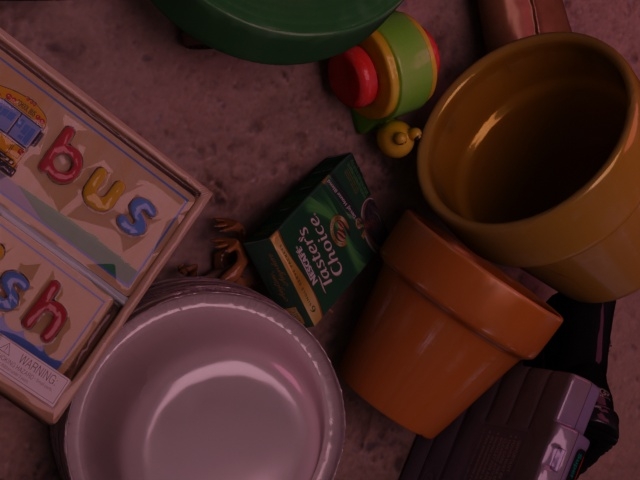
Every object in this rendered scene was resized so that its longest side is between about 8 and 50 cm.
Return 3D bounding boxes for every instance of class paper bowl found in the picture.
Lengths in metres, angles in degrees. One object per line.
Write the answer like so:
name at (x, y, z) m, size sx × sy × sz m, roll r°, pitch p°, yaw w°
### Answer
paper bowl at (-0.112, 0.185, 1.684) m, size 0.284 × 0.148 × 0.284 m, roll -3°, pitch 99°, yaw -19°

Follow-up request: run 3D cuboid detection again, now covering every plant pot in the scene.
plant pot at (0.123, 0.101, 1.851) m, size 0.205 × 0.205 × 0.188 m, roll 32°, pitch 96°, yaw -31°
plant pot at (0.269, -0.059, 1.882) m, size 0.239 × 0.254 × 0.254 m, roll 44°, pitch 68°, yaw -45°

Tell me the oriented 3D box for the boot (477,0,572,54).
boot at (0.191, -0.259, 1.938) m, size 0.236 × 0.089 × 0.270 m, roll -20°, pitch 106°, yaw -27°

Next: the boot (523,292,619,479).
boot at (0.255, 0.184, 1.984) m, size 0.094 × 0.246 × 0.207 m, roll 25°, pitch 44°, yaw -19°

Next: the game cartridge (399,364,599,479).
game cartridge at (0.159, 0.302, 1.860) m, size 0.068 × 0.230 × 0.355 m, roll 32°, pitch 76°, yaw -33°

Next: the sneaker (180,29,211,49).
sneaker at (-0.050, -0.238, 1.761) m, size 0.188 × 0.066 × 0.071 m, roll -6°, pitch 91°, yaw -9°

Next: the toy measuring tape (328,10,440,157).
toy measuring tape at (0.055, -0.246, 1.832) m, size 0.121 × 0.121 × 0.330 m, roll -21°, pitch 104°, yaw -31°

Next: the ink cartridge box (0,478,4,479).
ink cartridge box at (-0.322, 0.261, 1.603) m, size 0.052 × 0.122 × 0.088 m, roll 39°, pitch 72°, yaw -28°

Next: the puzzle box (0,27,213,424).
puzzle box at (-0.330, -0.057, 1.565) m, size 0.409 × 0.052 × 0.272 m, roll 37°, pitch 71°, yaw -14°

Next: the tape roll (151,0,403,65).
tape roll at (-0.046, -0.335, 1.713) m, size 0.321 × 0.077 × 0.321 m, roll 6°, pitch 71°, yaw -18°

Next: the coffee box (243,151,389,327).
coffee box at (0.000, 0.000, 1.816) m, size 0.184 × 0.040 × 0.113 m, roll -46°, pitch 118°, yaw -46°

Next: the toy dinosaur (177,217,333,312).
toy dinosaur at (-0.088, 0.037, 1.796) m, size 0.211 × 0.064 × 0.112 m, roll -13°, pitch 125°, yaw -28°
